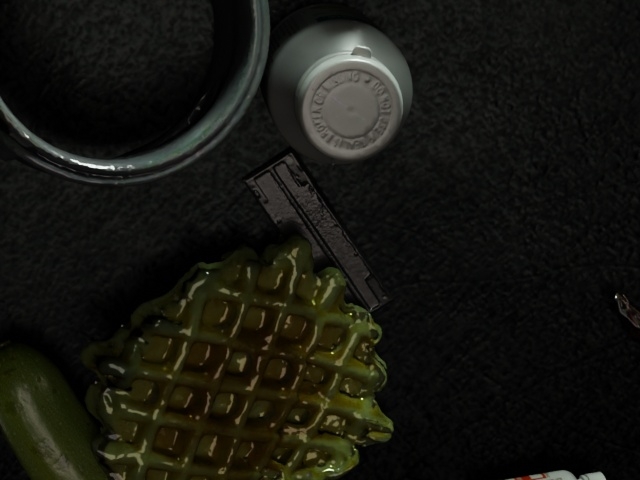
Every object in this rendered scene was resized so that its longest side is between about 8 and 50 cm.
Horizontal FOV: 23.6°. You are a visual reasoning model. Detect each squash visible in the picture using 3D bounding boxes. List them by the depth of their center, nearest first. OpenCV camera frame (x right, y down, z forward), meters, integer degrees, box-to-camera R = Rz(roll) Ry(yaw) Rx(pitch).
[{"bbox_3d":[-0.282,0.186,1.554,0.095,0.095,0.188,-32,104,3],"label":"squash"}]

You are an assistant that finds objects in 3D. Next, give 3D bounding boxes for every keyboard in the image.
[{"bbox_3d":[0.000,0.000,1.569,0.064,0.010,0.198,-32,107,6],"label":"keyboard"}]

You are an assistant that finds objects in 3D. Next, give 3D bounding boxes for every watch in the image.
[{"bbox_3d":[-0.217,-0.216,1.366,0.327,0.314,0.335,-4,96,-18],"label":"watch"}]

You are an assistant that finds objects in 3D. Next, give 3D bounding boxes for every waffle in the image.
[{"bbox_3d":[-0.082,0.154,1.557,0.317,0.073,0.297,-31,114,-12],"label":"waffle"}]

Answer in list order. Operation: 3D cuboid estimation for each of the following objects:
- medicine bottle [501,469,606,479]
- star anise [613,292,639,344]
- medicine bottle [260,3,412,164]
[{"bbox_3d":[0.240,0.291,1.647,0.140,0.079,0.079,-9,107,-3],"label":"medicine bottle"},{"bbox_3d":[0.410,0.123,1.631,0.157,0.053,0.212,-22,106,1],"label":"star anise"},{"bbox_3d":[0.015,-0.142,1.421,0.135,0.215,0.135,-2,106,-6],"label":"medicine bottle"}]
